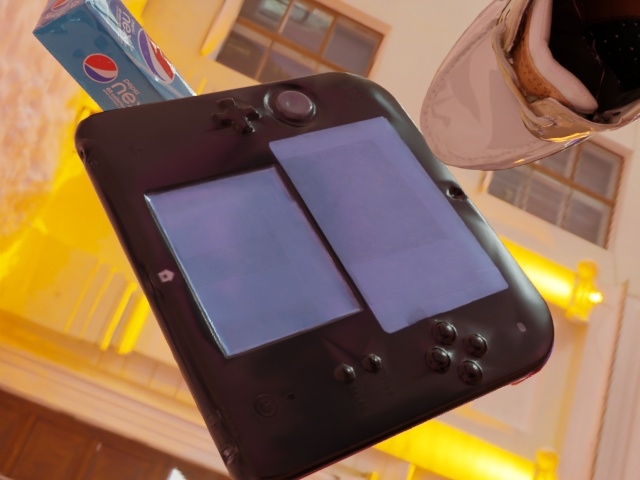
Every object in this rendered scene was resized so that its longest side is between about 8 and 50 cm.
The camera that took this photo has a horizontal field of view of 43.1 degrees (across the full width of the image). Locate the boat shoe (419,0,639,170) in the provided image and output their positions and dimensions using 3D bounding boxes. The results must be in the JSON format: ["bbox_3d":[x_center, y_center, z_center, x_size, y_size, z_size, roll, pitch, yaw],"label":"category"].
[{"bbox_3d":[0.144,-0.113,0.453,0.103,0.113,0.302,-28,177,-36],"label":"boat shoe"}]

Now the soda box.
[{"bbox_3d":[-0.205,-0.176,0.876,0.071,0.210,0.067,-21,-138,21],"label":"soda box"}]

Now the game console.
[{"bbox_3d":[0.000,0.000,0.744,0.386,0.342,0.060,58,-37,26],"label":"game console"}]
